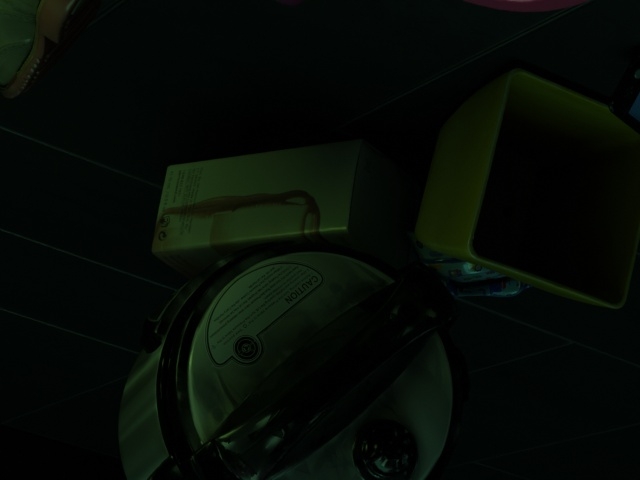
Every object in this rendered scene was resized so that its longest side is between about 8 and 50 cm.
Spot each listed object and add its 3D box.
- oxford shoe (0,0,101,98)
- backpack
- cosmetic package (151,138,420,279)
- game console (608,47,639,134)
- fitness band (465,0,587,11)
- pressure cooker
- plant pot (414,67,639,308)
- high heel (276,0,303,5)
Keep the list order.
[{"bbox_3d":[-0.304,-0.252,1.939,0.130,0.123,0.348,39,154,-5],"label":"oxford shoe"},{"bbox_3d":[0.189,0.011,2.291,0.158,0.117,0.173,-2,-173,25],"label":"backpack"},{"bbox_3d":[-0.044,-0.026,2.344,0.296,0.129,0.153,-7,152,34],"label":"cosmetic package"},{"bbox_3d":[0.376,-0.151,1.958,0.122,0.107,0.071,30,178,-43],"label":"game console"},{"bbox_3d":[0.194,-0.292,1.688,0.209,0.054,0.291,16,156,-18],"label":"fitness band"},{"bbox_3d":[-0.028,0.193,2.215,0.375,0.370,0.420,10,163,-14],"label":"pressure cooker"},{"bbox_3d":[0.224,-0.052,2.105,0.212,0.212,0.187,19,170,-26],"label":"plant pot"},{"bbox_3d":[-0.003,-0.291,1.729,0.117,0.082,0.244,13,147,16],"label":"high heel"}]
